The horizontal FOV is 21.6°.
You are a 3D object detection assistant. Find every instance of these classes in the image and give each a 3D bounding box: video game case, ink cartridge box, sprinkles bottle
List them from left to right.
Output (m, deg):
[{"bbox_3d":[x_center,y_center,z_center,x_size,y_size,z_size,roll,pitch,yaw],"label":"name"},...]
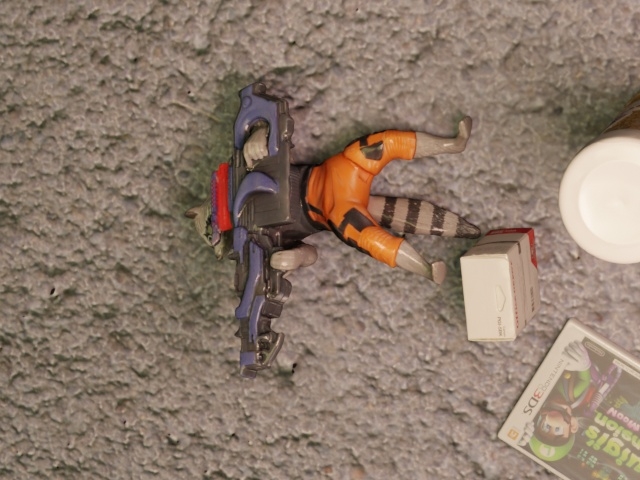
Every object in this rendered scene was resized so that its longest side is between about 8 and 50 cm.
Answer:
[{"bbox_3d":[0.203,0.048,1.885,0.056,0.135,0.099,-2,102,20],"label":"ink cartridge box"},{"bbox_3d":[0.326,0.209,1.942,0.190,0.022,0.173,32,111,9],"label":"video game case"},{"bbox_3d":[0.330,-0.075,1.692,0.121,0.355,0.121,5,105,18],"label":"sprinkles bottle"}]

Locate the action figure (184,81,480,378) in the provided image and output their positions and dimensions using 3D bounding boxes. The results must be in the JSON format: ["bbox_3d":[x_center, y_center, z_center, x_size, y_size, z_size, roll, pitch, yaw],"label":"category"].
[{"bbox_3d":[0.000,0.000,1.930,0.330,0.178,0.341,2,79,24],"label":"action figure"}]
